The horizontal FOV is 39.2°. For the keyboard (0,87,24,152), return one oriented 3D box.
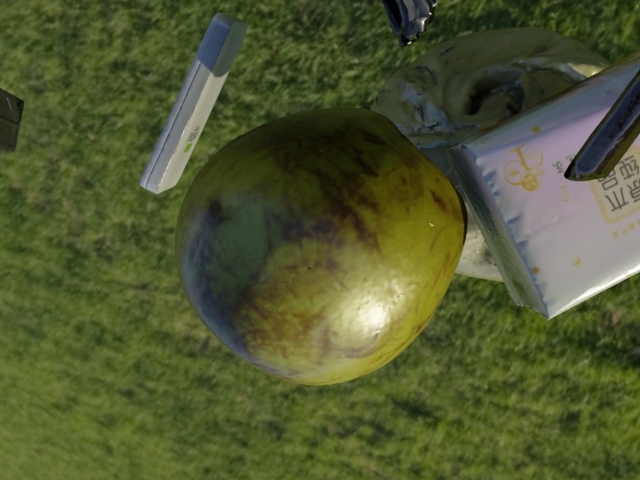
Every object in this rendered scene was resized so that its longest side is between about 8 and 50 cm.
[{"bbox_3d":[-0.286,-0.110,0.742,0.010,0.053,0.155,9,176,7],"label":"keyboard"}]

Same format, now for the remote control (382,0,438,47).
[{"bbox_3d":[0.025,-0.360,0.741,0.062,0.145,0.399,-17,122,10],"label":"remote control"}]

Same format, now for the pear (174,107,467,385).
[{"bbox_3d":[0.000,0.000,0.869,0.283,0.284,0.284,23,144,18],"label":"pear"}]

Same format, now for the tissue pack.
[{"bbox_3d":[0.263,-0.059,0.871,0.185,0.225,0.124,64,177,-6],"label":"tissue pack"}]

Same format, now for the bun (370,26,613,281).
[{"bbox_3d":[0.225,-0.120,1.081,0.361,0.326,0.234,2,150,13],"label":"bun"}]

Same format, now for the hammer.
[{"bbox_3d":[0.132,-0.062,0.339,0.065,0.021,0.178,10,154,-1],"label":"hammer"}]

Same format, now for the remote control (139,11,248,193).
[{"bbox_3d":[-0.167,-0.181,1.194,0.034,0.103,0.250,27,104,2],"label":"remote control"}]
